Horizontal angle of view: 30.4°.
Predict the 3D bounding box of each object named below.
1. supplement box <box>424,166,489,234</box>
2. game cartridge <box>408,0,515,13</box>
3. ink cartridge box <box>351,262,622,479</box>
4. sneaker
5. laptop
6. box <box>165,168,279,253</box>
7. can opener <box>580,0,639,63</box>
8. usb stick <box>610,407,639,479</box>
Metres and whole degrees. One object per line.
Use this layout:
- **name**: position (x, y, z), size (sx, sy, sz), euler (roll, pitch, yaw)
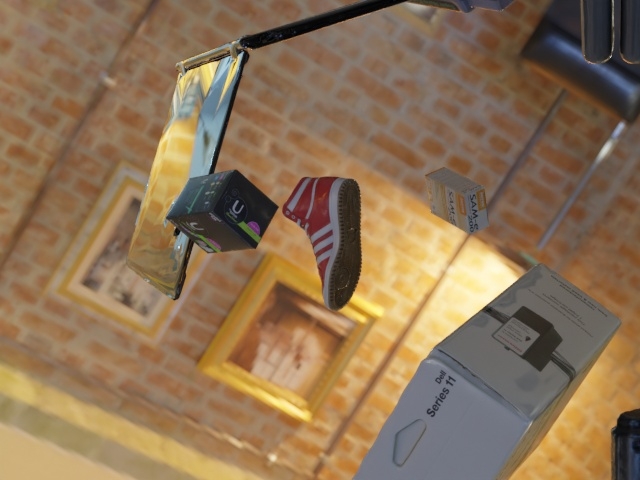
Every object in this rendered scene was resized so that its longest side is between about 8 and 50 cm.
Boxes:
- **supplement box**: position (0.187, -0.056, 1.621), size (0.098, 0.036, 0.062), euler (34, 141, 55)
- **game cartridge**: position (0.179, -0.389, 1.536), size (0.355, 0.230, 0.068), euler (25, 152, 50)
- **ink cartridge box**: position (0.128, 0.124, 0.893), size (0.087, 0.153, 0.208), euler (37, -148, 17)
- **sneaker**: position (0.000, 0.000, 1.046), size (0.067, 0.119, 0.042), euler (11, -168, 38)
- **laptop**: position (-0.052, -0.129, 1.400), size (0.382, 0.407, 0.236), euler (-164, 56, -72)
- **box**: position (-0.094, -0.026, 1.119), size (0.062, 0.052, 0.083), euler (42, 152, -29)
- **can opener**: position (0.262, -0.281, 1.053), size (0.074, 0.280, 0.093), euler (4, -139, 19)
- **usb stick**: position (0.287, 0.285, 1.033), size (0.077, 0.278, 0.045), euler (-5, -171, -26)
